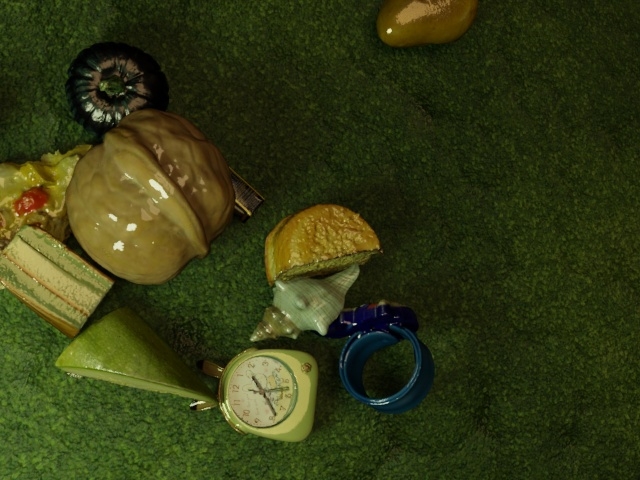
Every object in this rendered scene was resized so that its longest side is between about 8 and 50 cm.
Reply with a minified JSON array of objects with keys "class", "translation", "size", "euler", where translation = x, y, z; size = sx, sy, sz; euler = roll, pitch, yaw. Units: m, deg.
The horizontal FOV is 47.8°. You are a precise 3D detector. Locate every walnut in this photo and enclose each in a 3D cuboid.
[{"class":"walnut","translation":[-0.293,-0.069,1.271],"size":[0.296,0.285,0.285],"euler":[-43,93,-16]}]

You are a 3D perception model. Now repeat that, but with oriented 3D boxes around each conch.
[{"class":"conch","translation":[-0.034,0.122,1.369],"size":[0.114,0.234,0.137],"euler":[44,22,-42]}]

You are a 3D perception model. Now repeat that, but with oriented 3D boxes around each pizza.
[{"class":"pizza","translation":[-0.515,-0.088,1.307],"size":[0.280,0.075,0.287],"euler":[42,69,-6]}]

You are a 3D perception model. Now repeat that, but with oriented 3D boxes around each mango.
[{"class":"mango","translation":[0.242,-0.523,1.651],"size":[0.262,0.130,0.167],"euler":[-19,89,-16]}]

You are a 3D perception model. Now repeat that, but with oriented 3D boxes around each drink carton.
[{"class":"drink carton","translation":[-0.193,-0.110,1.428],"size":[0.166,0.071,0.056],"euler":[42,65,-4]}]

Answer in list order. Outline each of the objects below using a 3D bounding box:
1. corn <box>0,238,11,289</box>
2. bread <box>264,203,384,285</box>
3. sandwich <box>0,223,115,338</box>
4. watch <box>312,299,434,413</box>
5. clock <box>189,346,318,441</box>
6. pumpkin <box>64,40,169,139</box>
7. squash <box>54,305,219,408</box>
[{"class":"corn","translation":[-0.597,0.063,1.215],"size":[0.211,0.087,0.087],"euler":[-22,84,12]},{"class":"bread","translation":[0.000,0.000,1.429],"size":[0.229,0.143,0.139],"euler":[-11,82,-23]},{"class":"sandwich","translation":[-0.460,0.073,1.235],"size":[0.187,0.144,0.117],"euler":[39,66,-16]},{"class":"watch","translation":[0.114,0.229,1.398],"size":[0.171,0.196,0.200],"euler":[30,46,-51]},{"class":"clock","translation":[-0.123,0.283,1.358],"size":[0.232,0.069,0.170],"euler":[11,74,-15]},{"class":"pumpkin","translation":[-0.383,-0.282,1.369],"size":[0.194,0.150,0.194],"euler":[11,74,-39]},{"class":"squash","translation":[-0.314,0.246,1.260],"size":[0.252,0.093,0.169],"euler":[44,66,9]}]
